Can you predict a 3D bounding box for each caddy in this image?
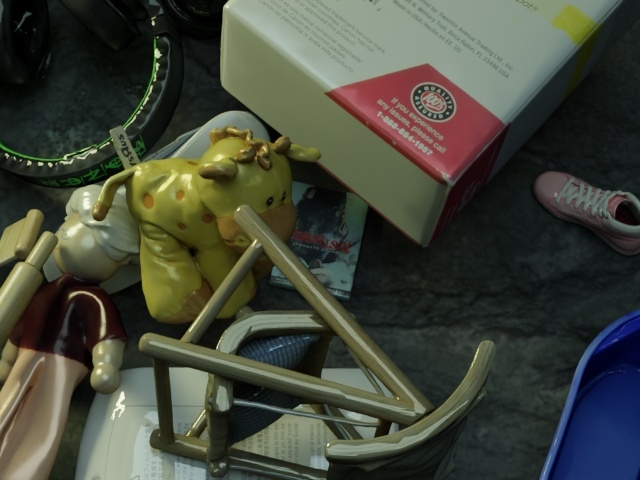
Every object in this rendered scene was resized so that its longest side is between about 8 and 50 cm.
[{"bbox_3d":[0.330,0.225,1.579,0.241,0.179,0.341,20,66,4],"label":"caddy"}]

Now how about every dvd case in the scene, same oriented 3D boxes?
[{"bbox_3d":[0.000,0.000,1.747,0.087,0.013,0.119,12,67,2],"label":"dvd case"}]

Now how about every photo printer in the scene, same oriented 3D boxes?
[{"bbox_3d":[-0.077,0.243,1.582,0.307,0.107,0.256,0,65,-4],"label":"photo printer"}]

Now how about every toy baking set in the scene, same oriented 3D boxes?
[{"bbox_3d":[-0.342,0.083,1.607,0.030,0.197,0.256,40,61,-25],"label":"toy baking set"}]

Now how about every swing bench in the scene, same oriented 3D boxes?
[{"bbox_3d":[-0.004,0.137,1.436,0.255,0.253,0.165,30,67,11],"label":"swing bench"}]

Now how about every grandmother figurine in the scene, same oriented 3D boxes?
[{"bbox_3d":[-0.252,0.109,1.585,0.208,0.104,0.342,6,72,40],"label":"grandmother figurine"}]

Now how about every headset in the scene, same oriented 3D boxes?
[{"bbox_3d":[-0.276,-0.240,1.770,0.243,0.185,0.394,-19,75,9],"label":"headset"}]

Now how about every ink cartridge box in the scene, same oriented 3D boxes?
[{"bbox_3d":[0.129,-0.230,1.651,0.279,0.160,0.384,39,69,13],"label":"ink cartridge box"}]

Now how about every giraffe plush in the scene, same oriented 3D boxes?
[{"bbox_3d":[-0.086,-0.036,1.555,0.210,0.170,0.181,54,46,-20],"label":"giraffe plush"}]

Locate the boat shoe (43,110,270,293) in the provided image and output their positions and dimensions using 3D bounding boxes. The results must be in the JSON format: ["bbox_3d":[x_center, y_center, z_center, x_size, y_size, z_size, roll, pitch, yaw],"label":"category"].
[{"bbox_3d":[-0.167,-0.041,1.711,0.267,0.088,0.096,-42,98,-1],"label":"boat shoe"}]

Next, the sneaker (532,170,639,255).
[{"bbox_3d":[0.287,-0.041,1.754,0.134,0.070,0.051,34,70,12],"label":"sneaker"}]

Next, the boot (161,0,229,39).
[{"bbox_3d":[-0.054,-0.388,1.760,0.131,0.260,0.348,20,74,-10],"label":"boot"}]
